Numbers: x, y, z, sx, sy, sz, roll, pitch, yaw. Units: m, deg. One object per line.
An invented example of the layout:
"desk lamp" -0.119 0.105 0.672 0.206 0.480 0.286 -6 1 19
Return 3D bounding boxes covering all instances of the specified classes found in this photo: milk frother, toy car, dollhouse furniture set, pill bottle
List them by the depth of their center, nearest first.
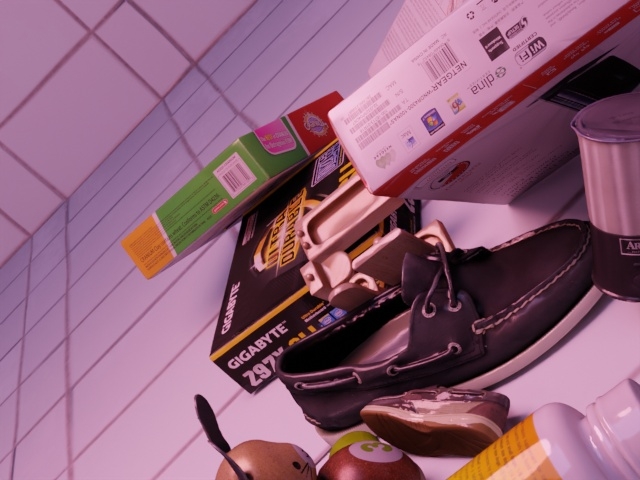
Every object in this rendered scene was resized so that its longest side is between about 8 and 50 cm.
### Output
"pill bottle" 0.130 0.181 0.682 0.215 0.117 0.117 -41 21 15
"milk frother" 0.252 -0.050 0.841 0.129 0.135 0.143 -13 27 0
"toy car" -0.022 0.187 0.864 0.149 0.188 0.155 -47 21 -1
"dollhouse furniture set" 0.028 -0.008 1.077 0.144 0.123 0.151 -39 56 21

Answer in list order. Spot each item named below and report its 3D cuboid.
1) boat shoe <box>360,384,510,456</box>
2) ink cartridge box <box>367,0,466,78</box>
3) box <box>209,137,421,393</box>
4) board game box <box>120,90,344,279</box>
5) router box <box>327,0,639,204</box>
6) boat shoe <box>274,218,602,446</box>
"boat shoe" 0.096 0.145 0.915 0.152 0.056 0.049 -2 43 50
"ink cartridge box" 0.160 -0.241 1.300 0.261 0.066 0.296 -62 21 25
"box" 0.000 0.000 1.331 0.257 0.079 0.322 -36 23 23
"board game box" -0.100 -0.082 1.521 0.242 0.064 0.316 -38 0 29
"router box" 0.216 -0.159 0.946 0.335 0.082 0.301 -37 -18 26
"boat shoe" 0.095 0.063 0.973 0.340 0.113 0.127 -32 24 34
